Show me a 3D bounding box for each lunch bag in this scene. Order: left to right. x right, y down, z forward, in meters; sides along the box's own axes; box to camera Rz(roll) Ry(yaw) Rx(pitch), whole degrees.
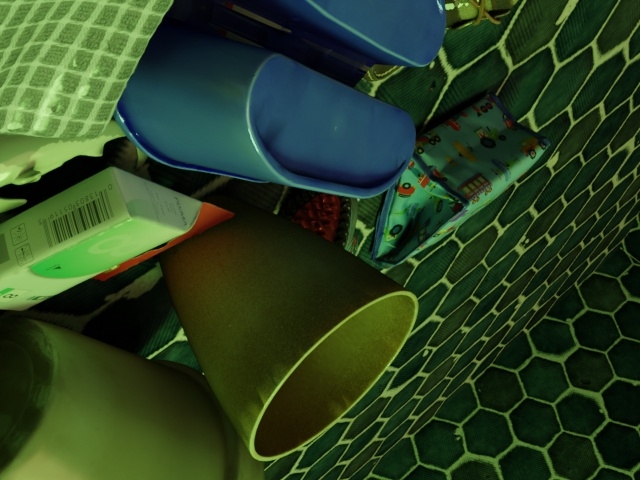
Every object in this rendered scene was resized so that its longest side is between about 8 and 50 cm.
[{"bbox_3d":[0.207,-0.065,1.208,0.221,0.138,0.293,-33,160,-31],"label":"lunch bag"}]

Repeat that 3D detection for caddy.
[{"bbox_3d":[-0.037,-0.165,0.628,0.341,0.179,0.241,5,102,-59],"label":"caddy"}]

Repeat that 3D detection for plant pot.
[{"bbox_3d":[-0.259,0.225,0.745,0.323,0.323,0.280,-42,136,-9],"label":"plant pot"},{"bbox_3d":[-0.061,0.067,0.821,0.237,0.254,0.237,-35,151,-22],"label":"plant pot"}]

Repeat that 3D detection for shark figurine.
[{"bbox_3d":[-0.241,-0.083,0.530,0.278,0.116,0.166,-26,-178,-22],"label":"shark figurine"}]

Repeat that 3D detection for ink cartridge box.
[{"bbox_3d":[-0.194,0.013,0.677,0.181,0.056,0.224,-25,163,14],"label":"ink cartridge box"}]

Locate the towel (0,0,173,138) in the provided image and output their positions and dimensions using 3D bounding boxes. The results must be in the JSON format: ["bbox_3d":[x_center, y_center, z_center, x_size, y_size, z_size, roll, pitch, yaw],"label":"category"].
[{"bbox_3d":[-0.161,-0.165,0.374,0.284,0.121,0.235,-51,177,26],"label":"towel"}]

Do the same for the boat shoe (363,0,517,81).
[{"bbox_3d":[0.166,-0.298,0.797,0.342,0.123,0.123,-46,154,-1],"label":"boat shoe"}]

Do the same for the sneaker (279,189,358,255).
[{"bbox_3d":[0.000,0.000,1.032,0.125,0.104,0.262,-47,165,-42],"label":"sneaker"}]
